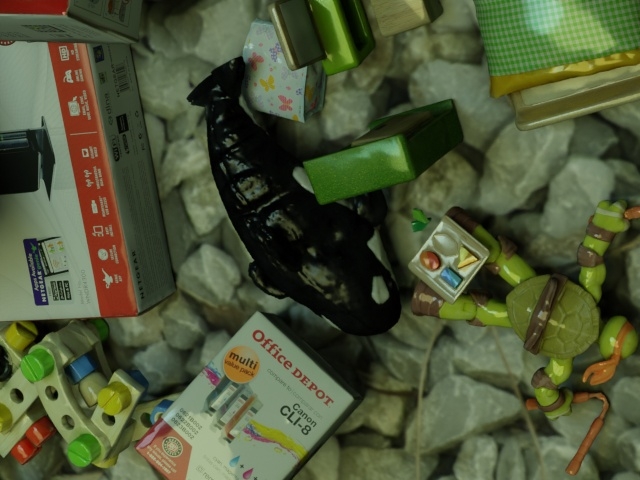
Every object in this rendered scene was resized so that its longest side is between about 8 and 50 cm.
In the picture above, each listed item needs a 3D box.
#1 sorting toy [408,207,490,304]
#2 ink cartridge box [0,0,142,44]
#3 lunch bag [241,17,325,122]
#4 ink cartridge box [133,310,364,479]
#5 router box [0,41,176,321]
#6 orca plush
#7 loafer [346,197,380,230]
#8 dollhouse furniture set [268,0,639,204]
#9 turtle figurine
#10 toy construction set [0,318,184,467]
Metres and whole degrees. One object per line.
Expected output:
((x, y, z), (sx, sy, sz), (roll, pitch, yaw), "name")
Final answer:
((0.104, 0.009, 1.515), (0.083, 0.012, 0.062), (41, 106, 23), "sorting toy")
((-0.295, -0.343, 1.546), (0.271, 0.130, 0.310), (4, 87, 24), "ink cartridge box")
((-0.032, -0.160, 1.578), (0.071, 0.053, 0.083), (15, 121, 22), "lunch bag")
((-0.064, 0.171, 1.615), (0.128, 0.127, 0.176), (42, 89, 7), "ink cartridge box")
((-0.321, -0.086, 1.713), (0.301, 0.082, 0.336), (-4, 104, 25), "router box")
((-0.027, -0.029, 1.539), (0.151, 0.102, 0.287), (-20, 97, 17), "orca plush")
((0.000, 0.000, 1.617), (0.125, 0.045, 0.039), (-30, 98, 26), "loafer")
((0.124, -0.175, 1.445), (0.301, 0.151, 0.198), (-15, 99, 27), "dollhouse furniture set")
((0.193, 0.071, 1.524), (0.217, 0.087, 0.270), (22, 113, 17), "turtle figurine")
((-0.298, 0.207, 1.765), (0.215, 0.151, 0.328), (46, 107, 6), "toy construction set")
